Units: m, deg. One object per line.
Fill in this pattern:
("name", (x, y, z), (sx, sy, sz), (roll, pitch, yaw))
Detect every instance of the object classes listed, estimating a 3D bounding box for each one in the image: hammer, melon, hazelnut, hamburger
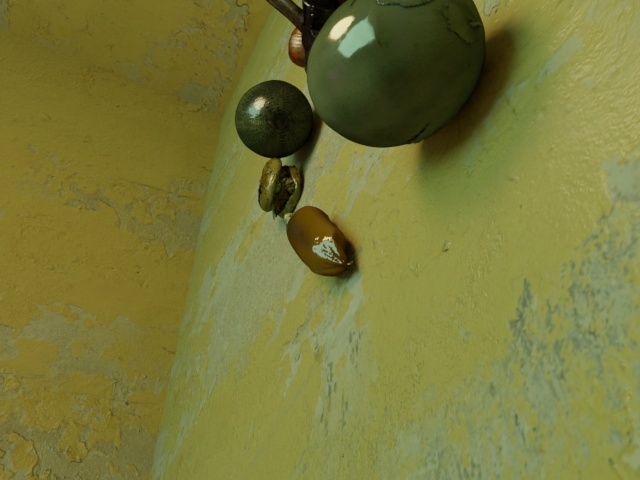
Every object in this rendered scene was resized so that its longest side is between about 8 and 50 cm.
("hammer", (-0.074, -0.697, 2.008), (0.408, 0.096, 0.242), (54, 158, 36))
("melon", (-0.144, -0.372, 2.013), (0.302, 0.238, 0.237), (-136, 66, -72))
("melon", (0.128, -0.293, 1.090), (0.330, 0.269, 0.268), (-22, 49, 46))
("hazelnut", (-0.027, -0.640, 2.156), (0.150, 0.150, 0.150), (-56, 23, 39))
("hamburger", (-0.129, -0.151, 1.949), (0.177, 0.114, 0.185), (-26, 47, 64))

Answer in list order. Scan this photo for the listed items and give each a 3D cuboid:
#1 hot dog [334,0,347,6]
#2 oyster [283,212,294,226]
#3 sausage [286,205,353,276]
("hot dog", (0.063, -0.717, 1.905), (0.194, 0.107, 0.326), (55, 157, 21))
("oyster", (-0.061, -0.013, 1.686), (0.200, 0.061, 0.106), (-160, 88, -72))
("sausage", (-0.001, 0.006, 1.429), (0.112, 0.112, 0.328), (-67, 20, 11))
